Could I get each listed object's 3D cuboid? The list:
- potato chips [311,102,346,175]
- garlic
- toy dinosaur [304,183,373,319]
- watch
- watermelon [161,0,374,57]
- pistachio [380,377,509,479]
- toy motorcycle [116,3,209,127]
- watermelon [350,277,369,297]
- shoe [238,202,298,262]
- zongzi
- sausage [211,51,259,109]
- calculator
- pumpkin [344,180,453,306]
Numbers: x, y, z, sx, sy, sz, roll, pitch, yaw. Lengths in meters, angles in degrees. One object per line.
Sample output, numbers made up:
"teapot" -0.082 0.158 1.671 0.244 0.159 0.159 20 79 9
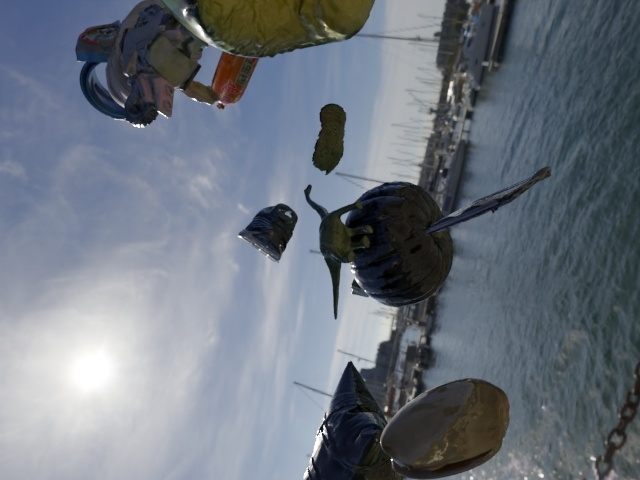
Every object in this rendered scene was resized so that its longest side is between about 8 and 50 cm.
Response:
"potato chips" 0.021 -0.266 1.275 0.142 0.026 0.209 -42 -35 -21
"garlic" -0.342 -0.386 1.056 0.245 0.253 0.245 -43 34 38
"toy dinosaur" 0.000 0.000 1.273 0.087 0.301 0.446 35 -121 -36
"watch" -0.612 -0.549 1.530 0.241 0.306 0.274 -101 10 -47
"watermelon" -0.089 -0.364 0.518 0.331 0.190 0.330 -9 -78 -48
"pistachio" 0.204 0.300 0.756 0.144 0.215 0.143 -23 -90 -87
"toy motorcycle" -0.251 -0.321 0.801 0.108 0.204 0.239 0 -99 -66
"watermelon" 0.122 0.163 1.594 0.061 0.085 0.085 -51 0 23
"shoe" -0.095 -0.025 0.909 0.106 0.092 0.207 -53 10 6
"zongzi" 0.088 0.529 1.270 0.362 0.319 0.383 -95 10 -66
"sausage" -0.197 -0.451 1.155 0.312 0.093 0.093 -54 6 36
"calculator" 0.350 -0.079 1.008 0.166 0.028 0.274 -30 0 -25
"pumpkin" 0.226 0.005 1.362 0.363 0.266 0.363 27 -123 -50
